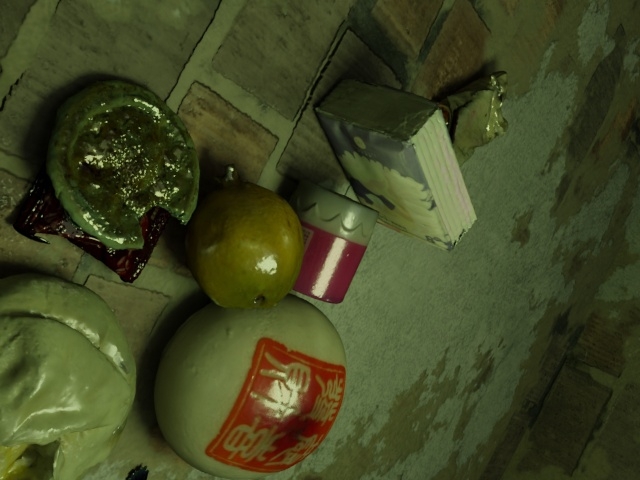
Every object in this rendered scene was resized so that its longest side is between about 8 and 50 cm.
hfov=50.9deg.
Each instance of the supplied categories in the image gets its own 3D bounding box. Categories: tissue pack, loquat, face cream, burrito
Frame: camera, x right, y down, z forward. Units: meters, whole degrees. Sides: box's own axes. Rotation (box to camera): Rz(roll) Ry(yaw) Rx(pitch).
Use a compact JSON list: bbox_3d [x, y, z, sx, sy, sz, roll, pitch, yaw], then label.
[{"bbox_3d":[0.155,-0.141,1.325,0.125,0.242,0.343,-50,139,-17],"label":"tissue pack"},{"bbox_3d":[-0.131,-0.009,1.127,0.214,0.214,0.245,-23,109,-38],"label":"loquat"},{"bbox_3d":[0.000,0.000,1.284,0.175,0.175,0.194,16,98,-50],"label":"face cream"},{"bbox_3d":[0.326,-0.266,1.553,0.348,0.107,0.175,-38,119,-30],"label":"burrito"}]

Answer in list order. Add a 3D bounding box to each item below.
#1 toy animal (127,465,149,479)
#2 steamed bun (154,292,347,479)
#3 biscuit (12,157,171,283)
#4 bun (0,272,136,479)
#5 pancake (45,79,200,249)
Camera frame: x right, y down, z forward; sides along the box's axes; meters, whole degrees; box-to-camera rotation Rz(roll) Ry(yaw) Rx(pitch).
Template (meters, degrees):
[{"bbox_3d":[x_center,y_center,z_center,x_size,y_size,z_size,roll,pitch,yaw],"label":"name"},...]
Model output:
[{"bbox_3d":[-0.370,0.534,1.282,0.108,0.062,0.220,-21,126,-62],"label":"toy animal"},{"bbox_3d":[-0.110,0.281,1.236,0.375,0.241,0.374,-15,122,-25],"label":"steamed bun"},{"bbox_3d":[-0.325,-0.035,1.002,0.235,0.063,0.151,37,70,-46],"label":"biscuit"},{"bbox_3d":[-0.409,0.233,0.937,0.365,0.219,0.364,-29,133,-37],"label":"bun"},{"bbox_3d":[-0.276,-0.111,0.973,0.254,0.037,0.253,1,89,-48],"label":"pancake"}]
